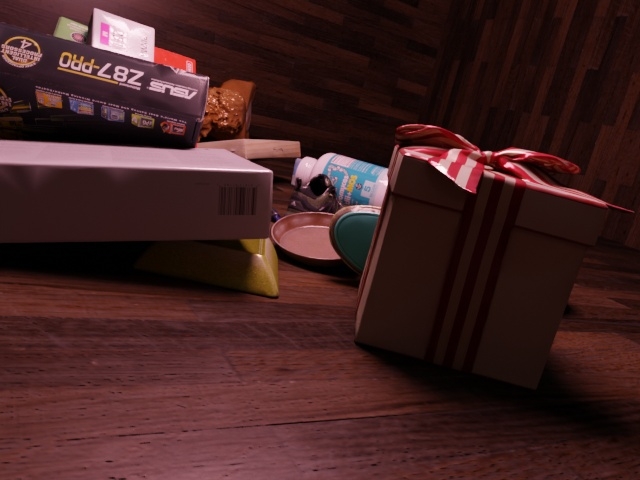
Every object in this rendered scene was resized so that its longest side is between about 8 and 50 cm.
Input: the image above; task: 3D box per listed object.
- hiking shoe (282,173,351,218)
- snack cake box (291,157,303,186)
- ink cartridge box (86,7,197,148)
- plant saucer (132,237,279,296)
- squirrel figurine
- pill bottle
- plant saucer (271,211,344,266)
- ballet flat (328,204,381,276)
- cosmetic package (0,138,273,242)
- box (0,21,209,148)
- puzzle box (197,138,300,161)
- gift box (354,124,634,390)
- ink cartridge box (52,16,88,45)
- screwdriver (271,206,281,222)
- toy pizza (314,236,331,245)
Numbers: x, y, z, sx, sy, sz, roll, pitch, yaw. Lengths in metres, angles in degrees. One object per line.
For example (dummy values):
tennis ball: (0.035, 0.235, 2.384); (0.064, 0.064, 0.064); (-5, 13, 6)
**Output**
hiking shoe: (0.015, -0.084, 1.218); (0.086, 0.114, 0.226); (22, 15, 29)
snack cake box: (0.055, -0.170, 1.693); (0.152, 0.089, 0.264); (-1, 20, -45)
ink cartridge box: (-0.359, -0.318, 1.164); (0.238, 0.275, 0.060); (9, -26, -33)
plant saucer: (-0.146, 0.011, 0.790); (0.188, 0.045, 0.188); (13, 13, -8)
squirrel figurine: (-0.449, -0.469, 2.043); (0.370, 0.281, 0.397); (8, 10, -1)
pill bottle: (0.070, -0.136, 1.432); (0.264, 0.146, 0.146); (19, 13, 21)
plant saucer: (0.000, 0.000, 0.954); (0.168, 0.029, 0.168); (4, 29, -2)
ballet flat: (0.177, 0.035, 0.892); (0.348, 0.123, 0.123); (20, 13, 0)
cosmetic package: (-0.283, -0.074, 0.751); (0.377, 0.098, 0.284); (-1, 16, -21)
box: (-0.407, -0.202, 0.941); (0.394, 0.097, 0.318); (11, -22, -17)
puzzle box: (-0.250, -0.247, 1.590); (0.271, 0.052, 0.409); (-1, 8, 18)
gift box: (0.189, 0.008, 0.691); (0.255, 0.258, 0.276); (13, 12, -3)
ink cartridge box: (-0.483, -0.298, 1.185); (0.201, 0.278, 0.117); (16, -30, -26)
screwdriver: (-0.078, -0.031, 1.127); (0.024, 0.025, 0.170); (8, 23, -28)
toy pizza: (0.058, 0.004, 1.065); (0.201, 0.032, 0.201); (11, 17, -4)
